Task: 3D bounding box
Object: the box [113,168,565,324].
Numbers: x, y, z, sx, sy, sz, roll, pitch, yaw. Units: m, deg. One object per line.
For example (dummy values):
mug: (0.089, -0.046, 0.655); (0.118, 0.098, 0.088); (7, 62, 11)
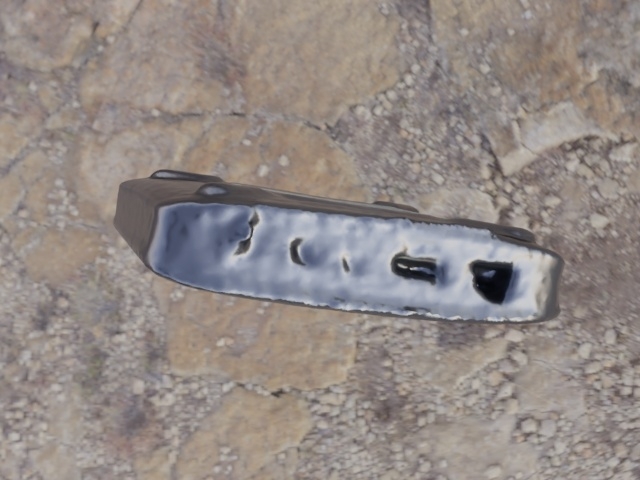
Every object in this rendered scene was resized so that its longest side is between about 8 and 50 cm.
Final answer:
box: (0.000, 0.000, 0.761); (0.289, 0.289, 0.073); (7, 95, -17)
